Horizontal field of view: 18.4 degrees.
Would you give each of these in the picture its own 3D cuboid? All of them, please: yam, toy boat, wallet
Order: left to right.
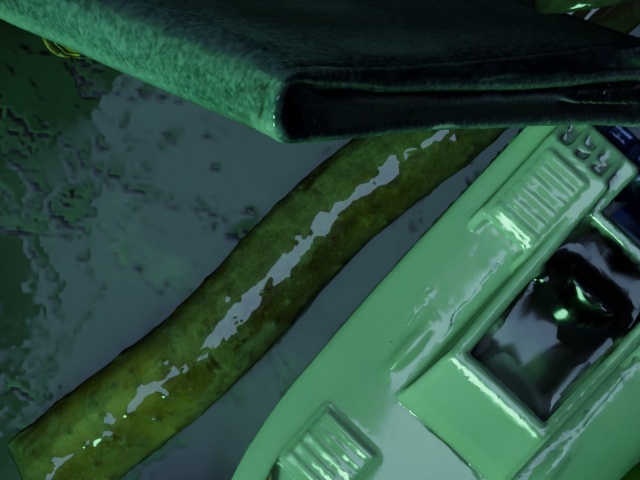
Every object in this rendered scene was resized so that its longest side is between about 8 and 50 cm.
[{"bbox_3d":[0.000,0.000,0.817,0.327,0.045,0.045,-41,112,9],"label":"yam"},{"bbox_3d":[0.006,-0.073,0.699,0.167,0.222,0.036,26,112,37],"label":"wallet"},{"bbox_3d":[0.047,0.087,0.795,0.129,0.088,0.295,43,99,3],"label":"toy boat"}]

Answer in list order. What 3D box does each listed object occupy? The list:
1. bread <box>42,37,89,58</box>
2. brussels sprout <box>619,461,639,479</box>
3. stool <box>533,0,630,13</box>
[{"bbox_3d":[-0.066,-0.107,0.811,0.106,0.053,0.072,5,99,2],"label":"bread"},{"bbox_3d":[0.196,0.176,0.723,0.244,0.244,0.244,1,95,8],"label":"brussels sprout"},{"bbox_3d":[0.166,-0.196,0.674,0.272,0.272,0.178,-11,104,8],"label":"stool"}]
